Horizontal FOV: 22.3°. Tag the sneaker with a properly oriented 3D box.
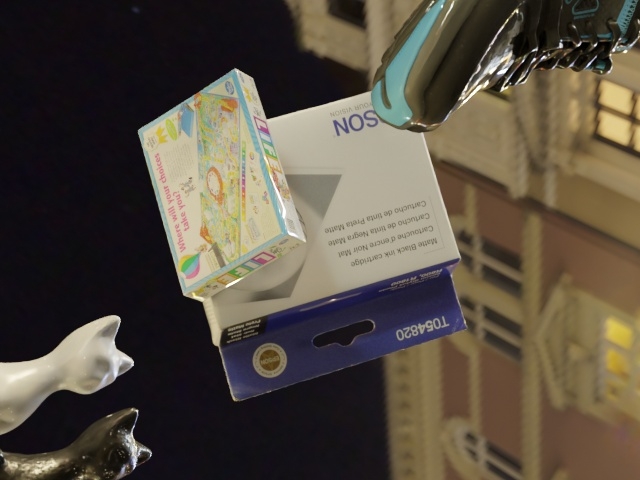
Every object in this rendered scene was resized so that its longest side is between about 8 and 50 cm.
[{"bbox_3d":[0.168,-0.172,1.171,0.139,0.125,0.341,47,-122,-4],"label":"sneaker"}]

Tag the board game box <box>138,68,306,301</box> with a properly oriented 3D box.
[{"bbox_3d":[-0.080,-0.044,1.272,0.103,0.154,0.026,-29,-27,23],"label":"board game box"}]

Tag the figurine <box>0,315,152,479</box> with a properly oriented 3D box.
[{"bbox_3d":[-0.268,0.173,1.530,0.209,0.092,0.215,-18,-46,-17],"label":"figurine"}]

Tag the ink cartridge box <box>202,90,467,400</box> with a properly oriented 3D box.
[{"bbox_3d":[0.000,0.000,1.374,0.223,0.045,0.224,-17,-90,-13],"label":"ink cartridge box"}]
